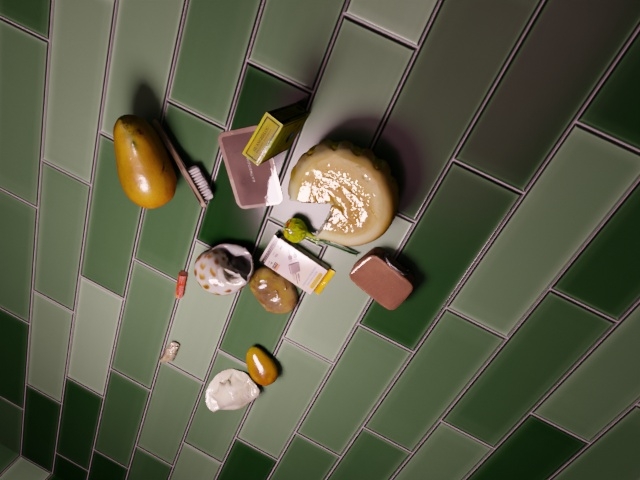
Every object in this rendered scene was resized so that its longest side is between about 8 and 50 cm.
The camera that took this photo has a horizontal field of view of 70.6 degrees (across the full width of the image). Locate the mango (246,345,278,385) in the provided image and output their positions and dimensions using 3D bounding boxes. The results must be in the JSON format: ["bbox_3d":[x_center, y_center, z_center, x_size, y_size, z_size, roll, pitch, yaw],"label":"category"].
[{"bbox_3d":[-0.235,0.494,1.777,0.111,0.089,0.163,-44,86,18],"label":"mango"}]

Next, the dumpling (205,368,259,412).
[{"bbox_3d":[-0.363,0.615,1.866,0.216,0.126,0.166,-24,78,35],"label":"dumpling"}]

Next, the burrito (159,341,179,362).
[{"bbox_3d":[-0.642,0.482,1.925,0.055,0.041,0.149,44,124,10],"label":"burrito"}]

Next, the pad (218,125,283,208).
[{"bbox_3d":[-0.228,-0.233,1.477,0.176,0.002,0.266,-6,112,20],"label":"pad"}]

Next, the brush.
[{"bbox_3d":[-0.451,-0.262,1.505,0.065,0.070,0.327,-31,100,-9],"label":"brush"}]

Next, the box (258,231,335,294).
[{"bbox_3d":[-0.082,0.086,1.563,0.247,0.033,0.129,33,119,1],"label":"box"}]

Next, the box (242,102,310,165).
[{"bbox_3d":[-0.121,-0.307,1.283,0.064,0.220,0.141,37,118,-1],"label":"box"}]

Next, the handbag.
[{"bbox_3d":[0.206,0.121,1.467,0.193,0.072,0.151,42,119,-3],"label":"handbag"}]

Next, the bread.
[{"bbox_3d":[0.078,-0.145,1.331,0.334,0.160,0.332,7,118,13],"label":"bread"}]

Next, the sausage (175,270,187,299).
[{"bbox_3d":[-0.543,0.179,1.754,0.034,0.034,0.129,24,120,6],"label":"sausage"}]

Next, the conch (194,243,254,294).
[{"bbox_3d":[-0.351,0.103,1.595,0.275,0.182,0.148,26,149,22],"label":"conch"}]

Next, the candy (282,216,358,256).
[{"bbox_3d":[0.000,0.000,1.489,0.262,0.073,0.077,21,138,-1],"label":"candy"}]

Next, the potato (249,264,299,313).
[{"bbox_3d":[-0.174,0.186,1.615,0.164,0.081,0.200,-36,102,27],"label":"potato"}]

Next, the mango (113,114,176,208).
[{"bbox_3d":[-0.573,-0.255,1.457,0.173,0.211,0.317,-15,124,-12],"label":"mango"}]
